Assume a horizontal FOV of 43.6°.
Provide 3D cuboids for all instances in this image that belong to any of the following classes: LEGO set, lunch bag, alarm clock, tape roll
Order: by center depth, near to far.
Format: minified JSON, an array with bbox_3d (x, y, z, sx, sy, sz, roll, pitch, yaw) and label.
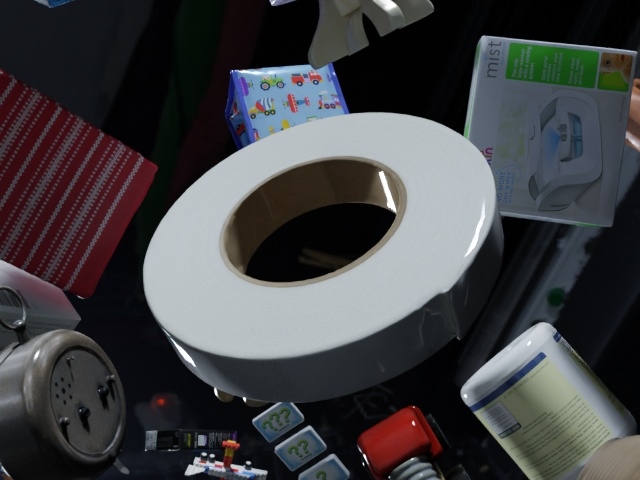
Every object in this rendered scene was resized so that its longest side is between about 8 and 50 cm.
[{"bbox_3d":[-0.226,0.124,0.674,0.064,0.129,0.192,-22,-78,18],"label":"alarm clock"},{"bbox_3d":[0.000,0.000,0.864,0.392,0.392,0.072,41,-21,49],"label":"tape roll"},{"bbox_3d":[-0.101,0.400,1.342,0.244,0.182,0.060,-34,-167,12],"label":"LEGO set"},{"bbox_3d":[-0.046,-0.205,1.608,0.138,0.221,0.293,107,-32,-52],"label":"lunch bag"}]

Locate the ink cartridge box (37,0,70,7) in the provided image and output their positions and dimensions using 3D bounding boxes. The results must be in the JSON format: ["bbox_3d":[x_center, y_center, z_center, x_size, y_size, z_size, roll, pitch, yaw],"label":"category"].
[{"bbox_3d":[-0.295,-0.405,1.015,0.086,0.203,0.148,28,-44,29],"label":"ink cartridge box"}]

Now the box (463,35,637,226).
[{"bbox_3d":[0.338,-0.163,1.232,0.127,0.231,0.262,-5,103,-84],"label":"box"}]

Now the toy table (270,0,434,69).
[{"bbox_3d":[0.060,-0.426,1.427,0.161,0.274,0.252,64,-2,-9],"label":"toy table"}]

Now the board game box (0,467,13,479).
[{"bbox_3d":[-0.478,0.347,1.301,0.201,0.035,0.136,-89,-158,-66],"label":"board game box"}]

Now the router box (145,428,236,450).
[{"bbox_3d":[-0.280,0.430,1.717,0.179,0.133,0.046,-21,-116,53],"label":"router box"}]

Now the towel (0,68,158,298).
[{"bbox_3d":[-0.347,-0.070,0.959,0.031,0.275,0.199,11,-108,54],"label":"towel"}]

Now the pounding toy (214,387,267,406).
[{"bbox_3d":[-0.075,0.273,1.548,0.155,0.269,0.154,61,-23,30],"label":"pounding toy"}]

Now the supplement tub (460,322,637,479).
[{"bbox_3d":[0.465,0.352,1.581,0.325,0.235,0.235,50,-45,11],"label":"supplement tub"}]

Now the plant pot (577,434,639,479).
[{"bbox_3d":[0.447,0.365,1.159,0.110,0.237,0.237,34,-62,42],"label":"plant pot"}]

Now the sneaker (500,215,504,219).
[{"bbox_3d":[0.415,-0.099,1.774,0.069,0.084,0.185,55,-38,23],"label":"sneaker"}]

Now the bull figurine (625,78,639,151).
[{"bbox_3d":[0.593,-0.252,1.519,0.310,0.188,0.101,50,-36,28],"label":"bull figurine"}]

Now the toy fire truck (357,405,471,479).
[{"bbox_3d":[0.108,0.322,1.001,0.158,0.246,0.217,-31,-118,2],"label":"toy fire truck"}]

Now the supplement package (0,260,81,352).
[{"bbox_3d":[-0.490,0.128,1.023,0.198,0.199,0.262,46,-75,32],"label":"supplement package"}]
